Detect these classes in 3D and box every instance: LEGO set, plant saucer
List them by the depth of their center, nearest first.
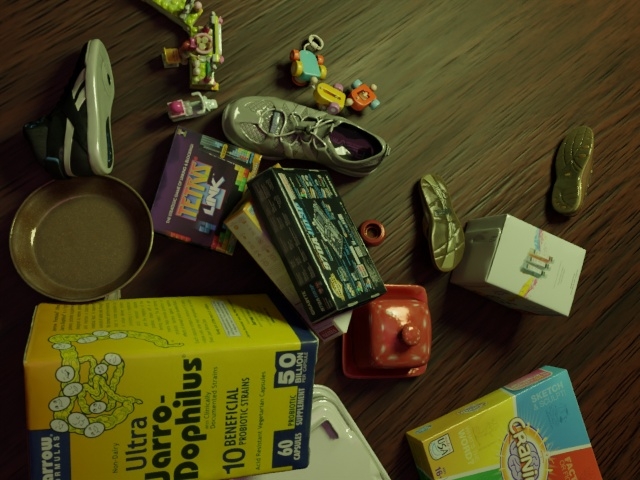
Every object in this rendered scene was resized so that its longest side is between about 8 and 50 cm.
[{"bbox_3d":[-0.342,-0.003,0.939,0.198,0.036,0.198,3,69,-7],"label":"plant saucer"},{"bbox_3d":[-0.219,-0.335,0.990,0.132,0.107,0.287,-24,94,-19],"label":"LEGO set"}]

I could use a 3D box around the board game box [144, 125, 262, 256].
[{"bbox_3d":[-0.184,-0.075,1.015,0.141,0.048,0.170,18,81,-18],"label":"board game box"}]

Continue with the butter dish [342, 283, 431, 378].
[{"bbox_3d":[0.126,0.153,1.068,0.160,0.118,0.160,2,86,-19],"label":"butter dish"}]

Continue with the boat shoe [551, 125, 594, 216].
[{"bbox_3d":[0.492,-0.131,1.250,0.060,0.064,0.178,22,79,-47],"label":"boat shoe"}]

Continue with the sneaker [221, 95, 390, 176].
[{"bbox_3d":[-0.017,-0.179,1.043,0.281,0.115,0.105,10,83,-18],"label":"sneaker"}]

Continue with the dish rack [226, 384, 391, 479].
[{"bbox_3d":[-0.044,0.424,1.018,0.333,0.072,0.285,-34,97,-19],"label":"dish rack"}]

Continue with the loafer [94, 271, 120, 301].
[{"bbox_3d":[-0.318,0.109,0.964,0.039,0.045,0.125,18,87,-34],"label":"loafer"}]

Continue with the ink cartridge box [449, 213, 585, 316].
[{"bbox_3d":[0.345,0.046,1.145,0.176,0.128,0.127,23,79,-15],"label":"ink cartridge box"}]

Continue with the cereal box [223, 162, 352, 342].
[{"bbox_3d":[-0.030,0.015,0.989,0.047,0.173,0.240,-31,108,27],"label":"cereal box"}]

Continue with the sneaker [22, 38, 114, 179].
[{"bbox_3d":[-0.373,-0.194,0.944,0.121,0.079,0.217,-6,72,2],"label":"sneaker"}]

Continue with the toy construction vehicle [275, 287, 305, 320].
[{"bbox_3d":[-0.022,0.079,1.066,0.086,0.035,0.098,29,78,-15],"label":"toy construction vehicle"}]

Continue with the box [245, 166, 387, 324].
[{"bbox_3d":[0.000,0.000,0.943,0.175,0.051,0.220,-10,72,-62],"label":"box"}]

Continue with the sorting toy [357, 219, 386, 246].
[{"bbox_3d":[0.062,0.000,1.103,0.102,0.042,0.061,-9,73,-7],"label":"sorting toy"}]

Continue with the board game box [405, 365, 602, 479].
[{"bbox_3d":[0.333,0.395,1.150,0.316,0.064,0.242,-20,93,-19],"label":"board game box"}]

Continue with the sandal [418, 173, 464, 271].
[{"bbox_3d":[0.207,-0.030,1.150,0.072,0.049,0.180,-4,73,-25],"label":"sandal"}]

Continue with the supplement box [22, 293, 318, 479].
[{"bbox_3d":[-0.204,0.200,0.888,0.356,0.195,0.194,-1,105,-19],"label":"supplement box"}]

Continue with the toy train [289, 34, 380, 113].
[{"bbox_3d":[0.017,-0.267,1.102,0.166,0.046,0.125,45,48,-1],"label":"toy train"}]
